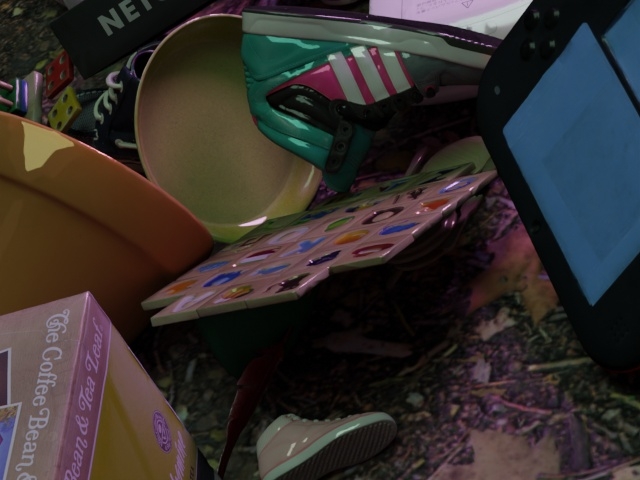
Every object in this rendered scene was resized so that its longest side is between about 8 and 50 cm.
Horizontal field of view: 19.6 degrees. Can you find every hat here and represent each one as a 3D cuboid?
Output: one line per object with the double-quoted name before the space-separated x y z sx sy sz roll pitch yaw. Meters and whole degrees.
"hat" -0.048 0.122 1.798 0.209 0.183 0.173 -20 6 -14

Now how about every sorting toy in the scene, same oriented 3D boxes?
"sorting toy" -0.375 -0.123 2.162 0.274 0.046 0.132 -32 49 38

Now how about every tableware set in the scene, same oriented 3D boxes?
"tableware set" 0.123 -0.032 1.857 0.128 0.039 0.194 -9 35 39

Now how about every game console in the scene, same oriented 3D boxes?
"game console" 0.285 -0.113 1.630 0.060 0.342 0.386 5 45 -30

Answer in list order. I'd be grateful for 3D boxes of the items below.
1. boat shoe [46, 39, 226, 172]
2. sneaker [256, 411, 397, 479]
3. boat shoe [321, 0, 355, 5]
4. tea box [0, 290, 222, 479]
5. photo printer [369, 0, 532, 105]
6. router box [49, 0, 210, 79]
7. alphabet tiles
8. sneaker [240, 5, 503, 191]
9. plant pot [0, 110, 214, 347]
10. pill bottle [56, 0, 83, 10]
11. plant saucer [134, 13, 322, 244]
"boat shoe" -0.201 -0.159 2.085 0.341 0.158 0.127 9 51 36
"sneaker" 0.000 0.176 1.687 0.134 0.051 0.070 -28 44 6
"boat shoe" 0.069 -0.425 2.269 0.112 0.095 0.335 5 49 34
"tea box" -0.227 0.279 1.492 0.220 0.323 0.329 -14 40 16
"photo printer" 0.177 -0.277 2.036 0.256 0.107 0.307 -15 41 16
"router box" -0.133 -0.317 2.144 0.309 0.081 0.243 -29 8 24
"alphabet tiles" 0.000 0.000 1.757 0.285 0.011 0.342 -11 14 36
"sneaker" 0.056 -0.135 1.888 0.296 0.178 0.124 9 13 12
"plant pot" -0.279 0.027 1.857 0.291 0.291 0.203 13 71 39
"pill bottle" -0.307 -0.387 2.401 0.153 0.153 0.264 -30 40 -3
"plant saucer" -0.099 -0.114 1.931 0.037 0.241 0.241 -9 39 52
